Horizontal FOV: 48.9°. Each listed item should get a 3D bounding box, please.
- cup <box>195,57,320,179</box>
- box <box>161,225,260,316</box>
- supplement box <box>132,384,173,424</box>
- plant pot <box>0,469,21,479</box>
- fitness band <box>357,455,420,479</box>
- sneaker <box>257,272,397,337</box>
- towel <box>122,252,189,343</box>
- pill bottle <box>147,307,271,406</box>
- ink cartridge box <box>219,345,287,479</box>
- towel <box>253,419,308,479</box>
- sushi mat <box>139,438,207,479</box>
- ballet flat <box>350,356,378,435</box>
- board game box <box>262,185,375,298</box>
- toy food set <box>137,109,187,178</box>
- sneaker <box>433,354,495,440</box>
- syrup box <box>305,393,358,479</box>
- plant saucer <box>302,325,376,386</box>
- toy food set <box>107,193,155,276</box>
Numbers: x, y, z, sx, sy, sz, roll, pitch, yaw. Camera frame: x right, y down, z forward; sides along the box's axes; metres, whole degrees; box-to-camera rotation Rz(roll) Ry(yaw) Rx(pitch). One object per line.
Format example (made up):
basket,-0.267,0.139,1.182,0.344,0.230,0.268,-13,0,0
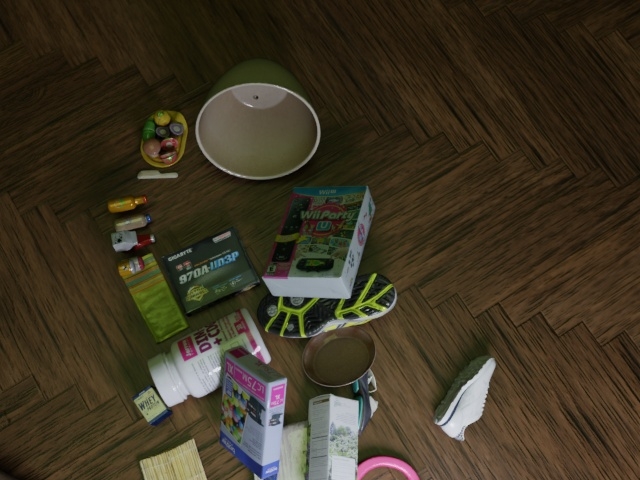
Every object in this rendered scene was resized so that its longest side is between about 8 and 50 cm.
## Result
cup,-0.169,-0.368,1.942,0.331,0.331,0.237,-1,49,-2
box,-0.298,0.084,1.921,0.220,0.051,0.175,-23,76,-8
supplement box,-0.430,0.424,1.805,0.056,0.083,0.083,-36,77,-12
plant pot,-0.767,0.661,1.666,0.229,0.263,0.263,20,74,-16
fitness band,0.157,0.691,1.765,0.209,0.054,0.291,7,73,0
sneaker,0.020,0.188,1.864,0.384,0.147,0.145,-8,72,15
towel,-0.454,0.155,1.912,0.102,0.021,0.237,-28,77,-8
pill bottle,-0.284,0.302,1.803,0.283,0.160,0.160,-26,77,-9
ink cartridge box,-0.168,0.433,1.695,0.065,0.186,0.311,-13,115,-39
towel,-0.074,0.608,1.785,0.187,0.049,0.282,-9,74,-6
sushi mat,-0.341,0.678,1.769,0.151,0.019,0.316,-19,76,-8
ballet flat,0.116,0.404,1.838,0.074,0.074,0.203,-3,68,-3
board game box,0.000,0.000,1.846,0.224,0.097,0.303,0,51,23
toy food set,-0.454,-0.285,2.009,0.128,0.071,0.218,5,74,0
sneaker,0.394,0.408,1.846,0.095,0.090,0.235,39,80,-4
syrup box,0.029,0.512,1.755,0.093,0.096,0.237,20,58,-33
plant saucer,0.051,0.306,1.842,0.198,0.036,0.198,-11,44,11
toy food set,-0.500,-0.007,1.904,0.104,0.111,0.232,-15,60,-6
